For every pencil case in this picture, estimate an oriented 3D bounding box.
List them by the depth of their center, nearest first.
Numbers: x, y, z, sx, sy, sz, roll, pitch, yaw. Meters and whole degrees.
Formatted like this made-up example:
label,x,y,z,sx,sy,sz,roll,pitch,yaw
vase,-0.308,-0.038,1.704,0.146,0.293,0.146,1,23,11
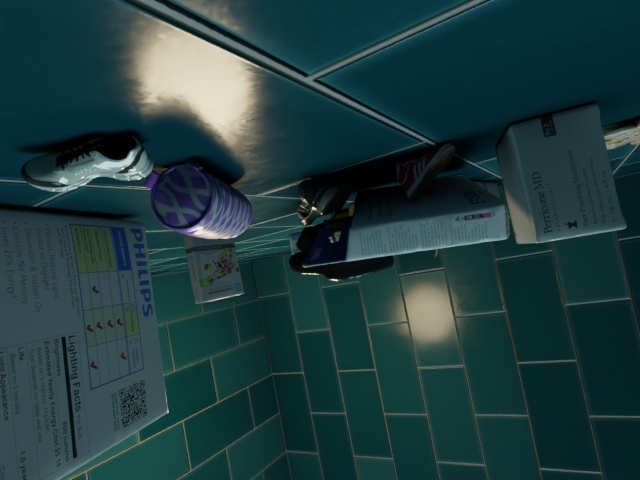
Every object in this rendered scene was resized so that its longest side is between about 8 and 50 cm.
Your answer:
label,x,y,z,sx,sy,sz,roll,pitch,yaw
pencil case,-0.158,-0.047,0.596,0.088,0.087,0.206,23,178,6

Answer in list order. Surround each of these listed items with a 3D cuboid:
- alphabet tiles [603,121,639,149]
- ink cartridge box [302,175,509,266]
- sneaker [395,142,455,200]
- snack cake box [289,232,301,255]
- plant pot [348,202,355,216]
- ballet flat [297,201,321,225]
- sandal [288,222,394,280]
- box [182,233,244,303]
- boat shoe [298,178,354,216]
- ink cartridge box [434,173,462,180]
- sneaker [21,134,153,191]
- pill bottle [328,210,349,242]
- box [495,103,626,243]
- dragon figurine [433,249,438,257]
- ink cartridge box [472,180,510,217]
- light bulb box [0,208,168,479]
label,x,y,z,sx,sy,sz,roll,pitch,yaw
alphabet tiles,0.666,-0.223,0.824,0.277,0.021,0.284,-8,175,-41
ink cartridge box,0.143,-0.051,0.825,0.329,0.072,0.324,-7,-165,9
sneaker,0.166,-0.128,0.713,0.042,0.067,0.118,-6,144,-37
snack cake box,0.000,0.000,1.881,0.264,0.089,0.152,-10,176,-5
plant pot,0.121,-0.069,1.192,0.081,0.082,0.083,-9,-175,-27
ballet flat,-0.025,-0.073,0.976,0.052,0.057,0.168,21,162,-17
sandal,0.033,0.009,0.963,0.167,0.107,0.445,-15,-176,-17
box,-0.280,0.062,1.140,0.038,0.186,0.145,-13,175,34
boat shoe,0.012,-0.089,0.816,0.064,0.075,0.206,32,-168,9
ink cartridge box,0.278,-0.099,1.071,0.143,0.090,0.092,-12,177,2
sneaker,-0.212,-0.074,0.390,0.109,0.040,0.044,-14,161,-15
pill bottle,0.135,-0.044,1.307,0.208,0.119,0.119,-13,176,33
box,0.366,-0.091,0.686,0.118,0.181,0.182,-12,177,15
dragon figurine,0.271,-0.017,1.419,0.085,0.289,0.144,-2,135,-47
ink cartridge box,0.414,-0.095,1.302,0.211,0.122,0.289,-13,176,39
light bulb box,-0.441,0.151,0.632,0.225,0.358,0.361,-10,176,15
